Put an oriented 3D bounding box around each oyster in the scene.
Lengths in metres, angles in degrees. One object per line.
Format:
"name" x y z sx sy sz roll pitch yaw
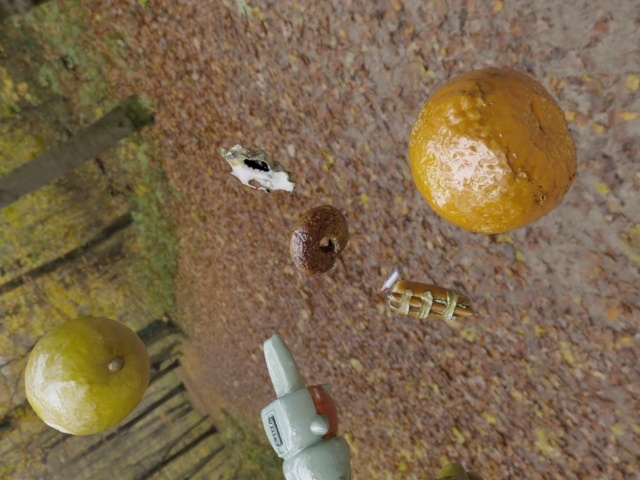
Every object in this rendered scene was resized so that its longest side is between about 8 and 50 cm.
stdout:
"oyster" -0.118 -0.151 1.212 0.133 0.072 0.209 38 164 -27

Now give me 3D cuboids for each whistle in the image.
"whistle" -0.023 0.249 0.802 0.105 0.101 0.253 14 -133 -60

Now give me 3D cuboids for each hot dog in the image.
"hot dog" 0.322 0.179 1.723 0.072 0.269 0.109 -85 7 -59

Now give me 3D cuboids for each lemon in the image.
"lemon" -0.641 0.371 1.658 0.348 0.348 0.348 49 158 27

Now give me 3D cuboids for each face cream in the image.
"face cream" 0.182 0.100 1.545 0.021 0.040 0.083 29 124 -7

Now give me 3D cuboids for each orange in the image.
"orange" 0.334 -0.174 1.208 0.293 0.340 0.341 -27 94 50

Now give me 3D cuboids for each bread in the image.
"bread" 0.000 0.000 1.537 0.064 0.193 0.193 28 144 48

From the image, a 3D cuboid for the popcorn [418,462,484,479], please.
"popcorn" 0.282 0.574 1.205 0.252 0.286 0.215 155 127 -75
